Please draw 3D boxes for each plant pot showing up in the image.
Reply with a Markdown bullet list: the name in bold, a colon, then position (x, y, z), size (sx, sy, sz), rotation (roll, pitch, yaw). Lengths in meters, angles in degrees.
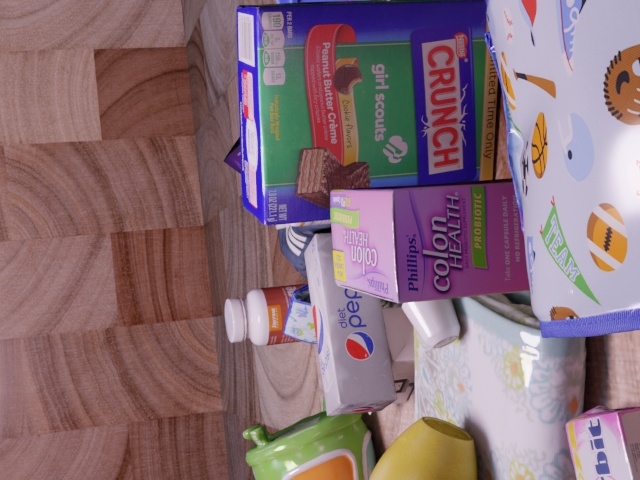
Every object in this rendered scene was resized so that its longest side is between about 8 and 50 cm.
- **plant pot**: position (0.139, 0.273, 1.165), size (0.095, 0.134, 0.134), rotation (-69, 21, 6)

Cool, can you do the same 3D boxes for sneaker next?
- **sneaker**: position (0.000, 0.000, 1.849), size (0.350, 0.131, 0.148), rotation (164, 94, -79)

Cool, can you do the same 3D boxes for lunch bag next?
- **lunch bag**: position (0.268, -0.100, 0.695), size (0.385, 0.238, 0.328), rotation (155, 108, -65)
- **lunch bag**: position (0.011, 0.130, 1.775), size (0.129, 0.151, 0.096), rotation (105, 154, -50)

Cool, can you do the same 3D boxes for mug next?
- **mug**: position (0.146, 0.098, 1.182), size (0.062, 0.078, 0.064), rotation (-40, 61, 32)

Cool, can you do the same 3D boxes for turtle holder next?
- **turtle holder**: position (-0.018, 0.430, 1.816), size (0.227, 0.243, 0.320), rotation (65, 152, 6)

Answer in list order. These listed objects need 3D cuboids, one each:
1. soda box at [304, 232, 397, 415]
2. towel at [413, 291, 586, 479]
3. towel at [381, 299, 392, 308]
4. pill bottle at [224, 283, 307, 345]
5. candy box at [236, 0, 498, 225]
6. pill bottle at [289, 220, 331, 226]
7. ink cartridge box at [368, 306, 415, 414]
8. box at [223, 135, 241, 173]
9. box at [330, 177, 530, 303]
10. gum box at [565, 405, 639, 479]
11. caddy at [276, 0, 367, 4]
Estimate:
- **soda box**: position (0.044, 0.132, 1.544), size (0.091, 0.098, 0.286), rotation (122, 142, -64)
- **towel**: position (0.217, 0.208, 1.219), size (0.374, 0.090, 0.321), rotation (-144, 48, -69)
- **towel**: position (0.113, 0.046, 1.623), size (0.148, 0.027, 0.110), rotation (115, 147, -60)
- **pill bottle**: position (-0.086, 0.156, 1.993), size (0.121, 0.216, 0.121), rotation (175, 90, -74)
- **candy box**: position (0.062, -0.169, 1.218), size (0.122, 0.317, 0.268), rotation (-140, 46, -65)
- **pill bottle**: position (0.004, -0.086, 1.621), size (0.117, 0.214, 0.117), rotation (175, 90, -73)
- **ink cartridge box**: position (0.115, 0.204, 1.599), size (0.180, 0.060, 0.104), rotation (106, 155, -50)
- **box**: position (-0.072, -0.162, 1.891), size (0.103, 0.184, 0.261), rotation (-58, 10, -13)
- **box**: position (0.158, -0.008, 1.073), size (0.213, 0.242, 0.117), rotation (-170, 75, -74)
- **gum box**: position (0.311, 0.254, 0.946), size (0.107, 0.062, 0.188), rotation (132, 131, -68)
- **caddy**: position (-0.016, -0.498, 1.546), size (0.241, 0.179, 0.341), rotation (-111, 18, -85)
